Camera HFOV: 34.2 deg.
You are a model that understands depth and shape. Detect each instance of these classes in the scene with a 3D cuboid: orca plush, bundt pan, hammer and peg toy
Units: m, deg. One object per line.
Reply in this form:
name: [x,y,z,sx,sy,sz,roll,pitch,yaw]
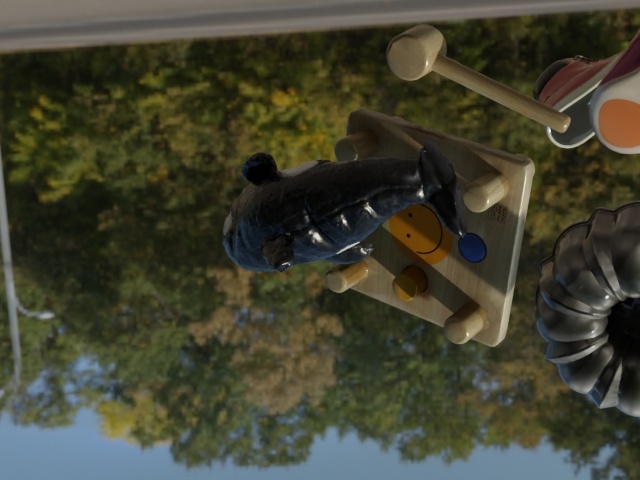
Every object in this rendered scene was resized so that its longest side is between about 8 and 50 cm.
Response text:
orca plush: [0.000,0.000,0.952,0.287,0.151,0.102,-1,-132,36]
bundt pan: [0.462,0.116,1.510,0.331,0.330,0.124,1,-162,25]
hammer and peg toy: [0.140,-0.062,1.277,0.266,0.361,0.127,23,-147,30]

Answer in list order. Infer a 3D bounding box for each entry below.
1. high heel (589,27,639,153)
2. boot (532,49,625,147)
high heel: [0.296,-0.169,0.861,0.082,0.117,0.244,28,155,14]
boot: [0.416,-0.248,1.475,0.244,0.088,0.176,-31,-154,20]
